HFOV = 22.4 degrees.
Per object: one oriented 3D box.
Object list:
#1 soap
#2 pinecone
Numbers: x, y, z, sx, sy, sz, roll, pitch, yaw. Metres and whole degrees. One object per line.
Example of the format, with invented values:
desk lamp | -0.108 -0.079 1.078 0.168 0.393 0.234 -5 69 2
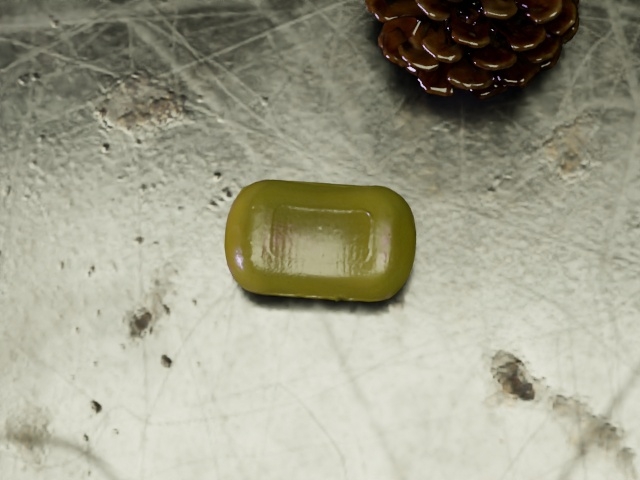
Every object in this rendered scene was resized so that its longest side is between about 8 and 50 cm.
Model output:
soap | 0.000 0.000 1.183 0.140 0.045 0.089 4 78 2
pinecone | 0.114 -0.197 1.169 0.163 0.165 0.163 0 66 0
